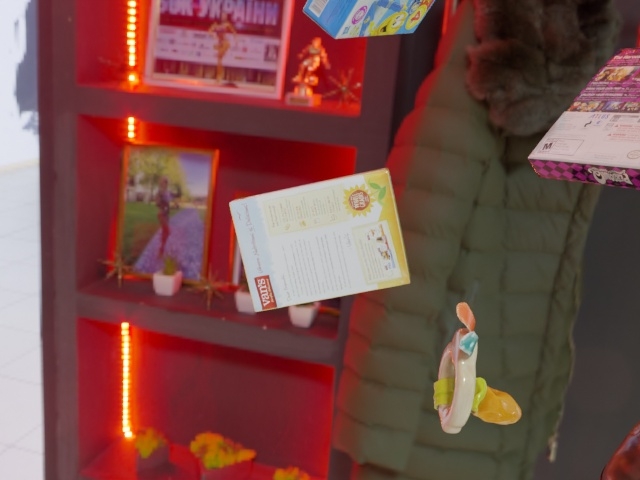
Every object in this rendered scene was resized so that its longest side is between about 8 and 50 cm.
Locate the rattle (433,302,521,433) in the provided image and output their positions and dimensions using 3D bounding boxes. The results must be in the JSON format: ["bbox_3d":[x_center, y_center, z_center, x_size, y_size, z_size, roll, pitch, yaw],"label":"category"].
[{"bbox_3d":[0.240,0.185,1.077,0.142,0.200,0.130,17,28,9],"label":"rattle"}]

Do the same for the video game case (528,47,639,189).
[{"bbox_3d":[0.387,-0.144,0.862,0.210,0.042,0.232,-48,30,-16],"label":"video game case"}]

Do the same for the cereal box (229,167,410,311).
[{"bbox_3d":[0.000,0.000,1.123,0.240,0.173,0.047,-10,9,9],"label":"cereal box"}]

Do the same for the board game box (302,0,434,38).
[{"bbox_3d":[0.150,-0.511,1.339,0.086,0.308,0.302,45,35,14],"label":"board game box"}]

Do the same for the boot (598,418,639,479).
[{"bbox_3d":[0.463,0.201,0.975,0.264,0.280,0.096,-20,37,-41],"label":"boot"}]
